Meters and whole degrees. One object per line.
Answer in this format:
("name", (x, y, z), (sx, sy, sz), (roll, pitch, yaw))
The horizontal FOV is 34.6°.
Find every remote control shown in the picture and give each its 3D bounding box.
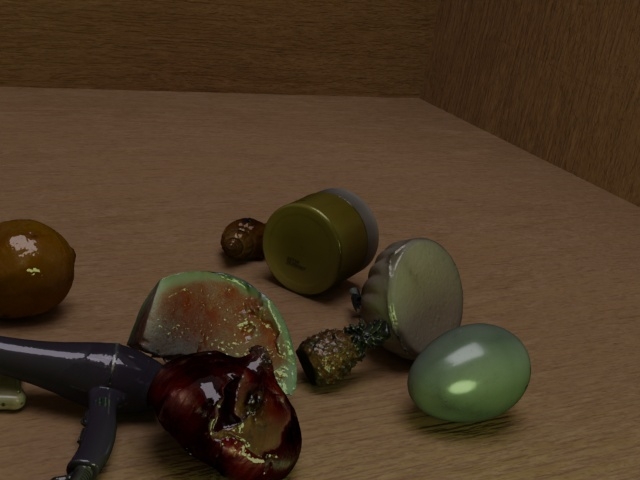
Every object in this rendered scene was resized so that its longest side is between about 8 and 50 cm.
("remote control", (-0.541, 0.249, 1.751), (0.074, 0.032, 0.122), (4, 22, -18))

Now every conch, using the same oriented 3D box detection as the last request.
("conch", (-0.168, -0.019, 2.534), (0.109, 0.093, 0.330), (9, 19, 14))

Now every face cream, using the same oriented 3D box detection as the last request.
("face cream", (0.000, 0.000, 2.394), (0.218, 0.218, 0.179), (21, 24, 25))

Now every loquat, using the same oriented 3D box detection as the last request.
("loquat", (-0.590, 0.059, 2.008), (0.234, 0.176, 0.187), (-16, 74, -33))

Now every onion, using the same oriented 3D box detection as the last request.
("onion", (-0.134, 0.264, 1.667), (0.272, 0.195, 0.272), (30, 10, -6))

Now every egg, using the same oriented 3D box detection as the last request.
("egg", (0.281, 0.253, 1.943), (0.264, 0.183, 0.183), (-12, 30, -33))

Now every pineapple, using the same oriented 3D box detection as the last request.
("pineapple", (0.053, 0.209, 1.999), (0.197, 0.108, 0.108), (-22, 34, -23))

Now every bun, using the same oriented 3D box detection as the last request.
("bun", (0.165, 0.126, 2.176), (0.175, 0.263, 0.263), (-5, 5, 43))

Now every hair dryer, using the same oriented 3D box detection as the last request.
("hair dryer", (-0.402, 0.283, 1.640), (0.301, 0.121, 0.361), (13, 28, -12))

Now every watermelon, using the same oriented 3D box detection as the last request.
("watermelon", (-0.184, 0.184, 1.872), (0.305, 0.224, 0.180), (21, 37, -17))

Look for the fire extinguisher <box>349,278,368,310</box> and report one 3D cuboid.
("fire extinguisher", (0.180, 0.129, 2.327), (0.269, 0.105, 0.105), (1, 23, -27))
